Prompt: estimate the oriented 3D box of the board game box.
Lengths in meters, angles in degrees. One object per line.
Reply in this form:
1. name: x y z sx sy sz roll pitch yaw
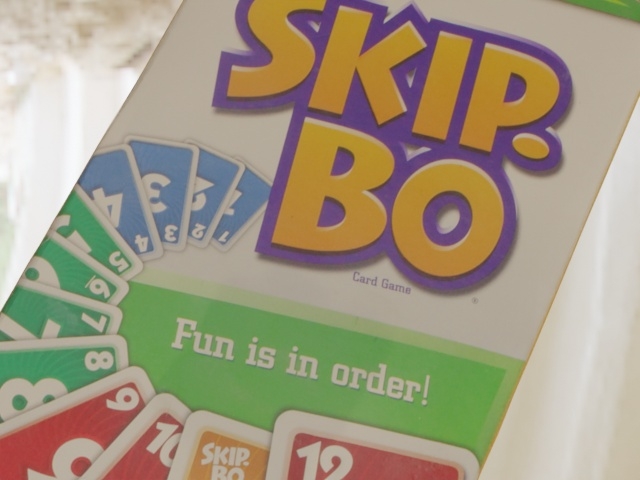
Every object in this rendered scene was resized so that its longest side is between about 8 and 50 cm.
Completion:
1. board game box: 0.000 0.000 0.449 0.124 0.259 0.039 27 152 -1
